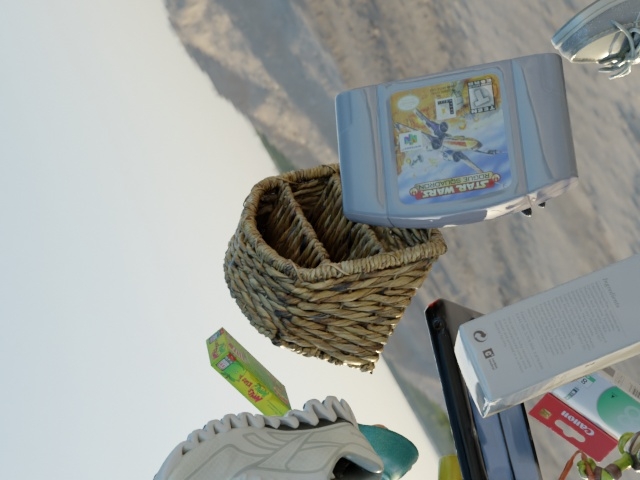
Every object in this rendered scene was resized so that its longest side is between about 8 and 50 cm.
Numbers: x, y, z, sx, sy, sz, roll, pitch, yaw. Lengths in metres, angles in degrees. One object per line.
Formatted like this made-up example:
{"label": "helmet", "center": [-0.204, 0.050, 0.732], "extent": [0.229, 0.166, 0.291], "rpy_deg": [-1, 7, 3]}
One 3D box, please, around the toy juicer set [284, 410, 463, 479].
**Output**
{"label": "toy juicer set", "center": [0.069, 0.342, 1.783], "extent": [0.209, 0.329, 0.089], "rpy_deg": [126, 163, -53]}

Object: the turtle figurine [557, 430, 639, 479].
{"label": "turtle figurine", "center": [0.485, 0.318, 1.719], "extent": [0.087, 0.270, 0.217], "rpy_deg": [58, 171, 7]}

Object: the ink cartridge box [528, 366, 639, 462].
{"label": "ink cartridge box", "center": [0.527, 0.338, 2.231], "extent": [0.181, 0.224, 0.056], "rpy_deg": [35, -142, 5]}

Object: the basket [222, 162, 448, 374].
{"label": "basket", "center": [0.000, 0.000, 1.584], "extent": [0.214, 0.223, 0.299], "rpy_deg": [20, -158, -24]}

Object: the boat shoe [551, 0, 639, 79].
{"label": "boat shoe", "center": [0.452, -0.274, 1.525], "extent": [0.118, 0.320, 0.103], "rpy_deg": [-46, 59, 53]}

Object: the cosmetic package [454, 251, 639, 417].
{"label": "cosmetic package", "center": [0.251, 0.088, 1.114], "extent": [0.117, 0.231, 0.085], "rpy_deg": [74, 175, -74]}

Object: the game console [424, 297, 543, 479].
{"label": "game console", "center": [0.257, 0.288, 1.686], "extent": [0.342, 0.060, 0.386], "rpy_deg": [29, -134, -67]}

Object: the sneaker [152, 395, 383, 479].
{"label": "sneaker", "center": [-0.053, 0.255, 1.263], "extent": [0.118, 0.292, 0.110], "rpy_deg": [46, 130, 37]}

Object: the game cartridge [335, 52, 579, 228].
{"label": "game cartridge", "center": [0.167, -0.118, 1.442], "extent": [0.062, 0.297, 0.198], "rpy_deg": [51, -147, -62]}

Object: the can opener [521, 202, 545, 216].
{"label": "can opener", "center": [0.272, -0.113, 1.715], "extent": [0.186, 0.059, 0.073], "rpy_deg": [49, -179, 26]}

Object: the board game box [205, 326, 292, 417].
{"label": "board game box", "center": [-0.129, 0.246, 2.068], "extent": [0.181, 0.043, 0.092], "rpy_deg": [47, -171, -26]}
